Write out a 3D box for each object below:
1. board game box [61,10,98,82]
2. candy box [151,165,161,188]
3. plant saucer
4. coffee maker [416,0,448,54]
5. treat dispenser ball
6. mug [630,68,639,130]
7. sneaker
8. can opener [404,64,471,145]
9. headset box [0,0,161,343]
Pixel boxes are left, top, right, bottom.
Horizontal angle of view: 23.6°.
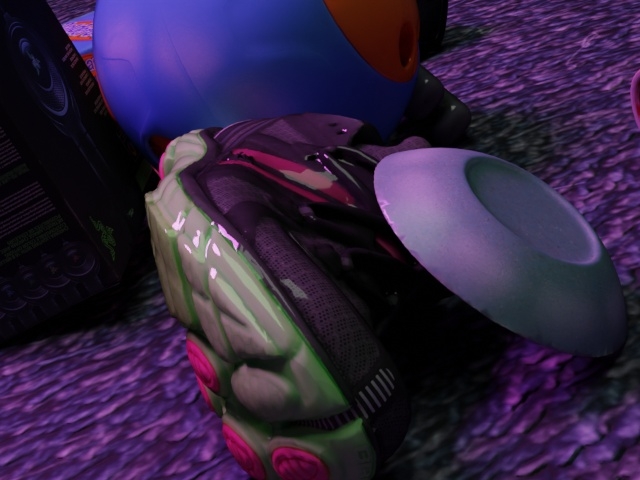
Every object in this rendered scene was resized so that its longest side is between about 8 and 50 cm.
[{"bbox_3d":[-0.289,-0.178,1.602,0.210,0.047,0.160,-27,24,-25],"label":"board game box"},{"bbox_3d":[-0.206,-0.129,1.607,0.316,0.087,0.183,7,31,44],"label":"candy box"},{"bbox_3d":[0.126,-0.007,0.977,0.195,0.037,0.195,27,27,-15],"label":"plant saucer"},{"bbox_3d":[0.063,-0.275,1.759,0.171,0.120,0.178,-28,25,-33],"label":"coffee maker"},{"bbox_3d":[-0.055,-0.174,1.342,0.288,0.288,0.288,-13,21,5],"label":"treat dispenser ball"},{"bbox_3d":[0.350,-0.125,1.207,0.169,0.113,0.150,-24,21,-15],"label":"mug"},{"bbox_3d":[0.000,0.000,1.018,0.202,0.185,0.483,-18,22,1],"label":"sneaker"},{"bbox_3d":[0.064,-0.142,1.523,0.095,0.076,0.283,-47,22,6],"label":"can opener"},{"bbox_3d":[-0.265,-0.081,1.281,0.131,0.283,0.246,-27,18,12],"label":"headset box"}]
